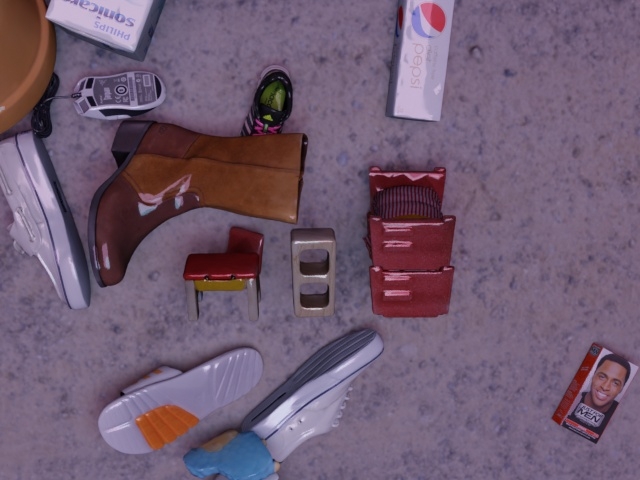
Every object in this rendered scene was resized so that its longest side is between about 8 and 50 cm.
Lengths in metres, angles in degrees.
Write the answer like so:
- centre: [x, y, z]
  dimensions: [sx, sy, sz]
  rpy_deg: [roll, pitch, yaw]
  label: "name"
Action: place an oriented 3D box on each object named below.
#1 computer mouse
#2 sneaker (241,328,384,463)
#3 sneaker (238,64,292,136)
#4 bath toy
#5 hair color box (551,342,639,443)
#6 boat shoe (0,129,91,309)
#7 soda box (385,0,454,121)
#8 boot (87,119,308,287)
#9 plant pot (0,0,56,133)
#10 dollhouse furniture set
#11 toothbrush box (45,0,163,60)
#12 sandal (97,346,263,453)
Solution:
- centre: [-0.318, -0.200, 1.487]
  dimensions: [0.193, 0.042, 0.106]
  rpy_deg: [-5, 62, -10]
  label: "computer mouse"
- centre: [0.002, 0.236, 1.570]
  dimensions: [0.258, 0.094, 0.091]
  rpy_deg: [-38, 109, 7]
  label: "sneaker"
- centre: [-0.080, -0.174, 1.513]
  dimensions: [0.063, 0.075, 0.170]
  rpy_deg: [15, 94, -9]
  label: "sneaker"
- centre: [-0.098, 0.459, 1.549]
  dimensions: [0.129, 0.151, 0.348]
  rpy_deg: [-20, 109, -14]
  label: "bath toy"
- centre: [0.436, 0.242, 1.642]
  dimensions: [0.072, 0.043, 0.141]
  rpy_deg: [27, 91, -9]
  label: "hair color box"
- centre: [-0.405, -0.021, 1.480]
  dimensions: [0.088, 0.096, 0.268]
  rpy_deg: [-19, 97, -1]
  label: "boat shoe"
- centre: [0.148, -0.287, 1.533]
  dimensions: [0.073, 0.069, 0.216]
  rpy_deg: [6, 95, -8]
  label: "soda box"
- centre: [-0.166, -0.043, 1.443]
  dimensions: [0.280, 0.096, 0.264]
  rpy_deg: [7, 58, 8]
  label: "boot"
- centre: [-0.504, -0.288, 1.343]
  dimensions: [0.290, 0.203, 0.291]
  rpy_deg: [1, 79, -6]
  label: "plant pot"
- centre: [0.000, 0.000, 1.474]
  dimensions: [0.374, 0.201, 0.152]
  rpy_deg: [-1, 114, 0]
  label: "dollhouse furniture set"
- centre: [-0.251, -0.404, 1.395]
  dimensions: [0.126, 0.216, 0.296]
  rpy_deg: [19, 95, -8]
  label: "toothbrush box"
- centre: [-0.211, 0.231, 1.548]
  dimensions: [0.265, 0.076, 0.102]
  rpy_deg: [-22, 114, -25]
  label: "sandal"
